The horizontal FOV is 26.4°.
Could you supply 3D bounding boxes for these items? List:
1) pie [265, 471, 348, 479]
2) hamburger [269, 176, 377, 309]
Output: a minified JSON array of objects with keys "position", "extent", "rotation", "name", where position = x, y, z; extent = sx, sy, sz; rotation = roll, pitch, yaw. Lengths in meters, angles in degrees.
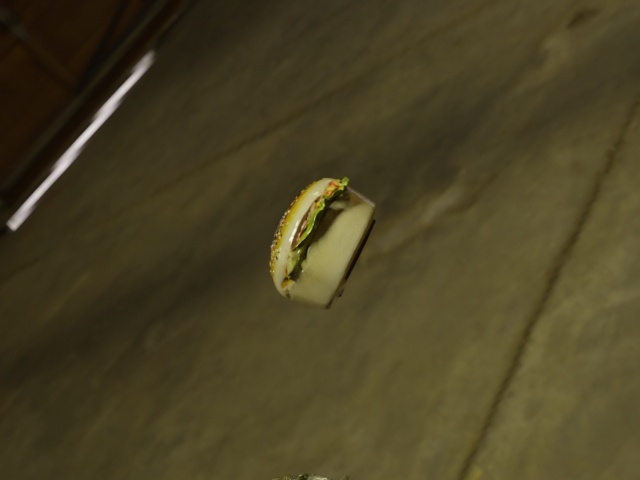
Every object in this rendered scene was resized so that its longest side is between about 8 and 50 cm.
[{"position":[0.017,0.392,1.569],"extent":[0.339,0.339,0.077],"rotation":[-40,23,19],"name":"pie"},{"position":[0.000,0.000,1.295],"extent":[0.141,0.081,0.126],"rotation":[84,-149,-83],"name":"hamburger"}]
